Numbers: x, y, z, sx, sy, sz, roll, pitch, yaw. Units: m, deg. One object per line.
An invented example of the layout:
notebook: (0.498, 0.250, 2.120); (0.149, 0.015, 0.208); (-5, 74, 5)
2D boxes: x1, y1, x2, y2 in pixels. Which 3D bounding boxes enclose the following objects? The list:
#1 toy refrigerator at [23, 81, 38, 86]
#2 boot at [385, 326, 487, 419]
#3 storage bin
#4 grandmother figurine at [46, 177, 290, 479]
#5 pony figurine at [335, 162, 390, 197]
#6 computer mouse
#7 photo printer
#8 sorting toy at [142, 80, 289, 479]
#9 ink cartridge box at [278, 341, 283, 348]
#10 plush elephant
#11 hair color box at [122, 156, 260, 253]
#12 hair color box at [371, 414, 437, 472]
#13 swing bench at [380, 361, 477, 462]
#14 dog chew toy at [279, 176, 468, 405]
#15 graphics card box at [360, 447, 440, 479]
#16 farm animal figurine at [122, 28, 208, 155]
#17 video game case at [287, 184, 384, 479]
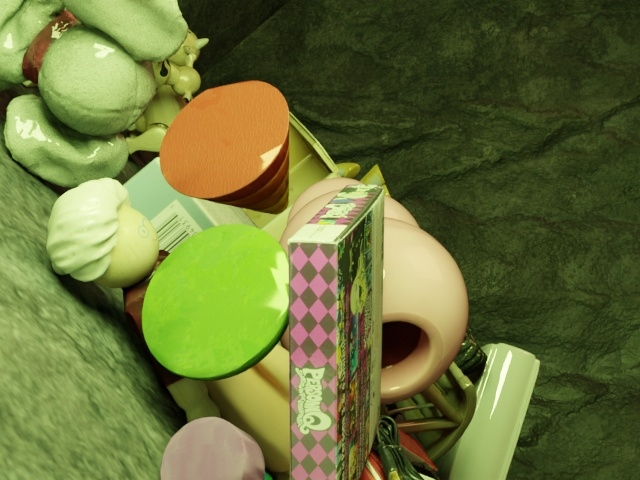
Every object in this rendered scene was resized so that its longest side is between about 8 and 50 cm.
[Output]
toy refrigerator: (-0.402, -0.295, 1.253); (0.102, 0.094, 0.269); (50, 3, -11)
boot: (0.151, 0.215, 1.507); (0.131, 0.260, 0.348); (49, 3, -10)
storage bin: (-0.105, -0.092, 1.584); (0.123, 0.262, 0.260); (51, 1, -27)
grandmother figurine: (-0.111, 0.079, 0.769); (0.342, 0.104, 0.208); (50, 2, -28)
pony figurine: (0.000, 0.000, 1.893); (0.302, 0.364, 0.350); (59, 10, -55)
computer mouse: (0.121, 0.253, 0.823); (0.193, 0.042, 0.106); (48, 2, -24)
photo printer: (0.282, 0.348, 1.524); (0.107, 0.307, 0.256); (20, -13, 4)
sorting toy: (-0.059, 0.047, 0.701); (0.126, 0.127, 0.365); (51, 33, -55)
ink cartridge box: (-0.020, 0.156, 1.060); (0.067, 0.115, 0.198); (47, 5, -48)
plush elephant: (-0.257, -0.215, 0.859); (0.255, 0.272, 0.330); (36, 35, -16)
hair color box: (-0.153, -0.001, 1.072); (0.185, 0.114, 0.374); (50, 3, -4)
hair color box: (0.080, 0.289, 1.097); (0.053, 0.093, 0.167); (52, 3, 37)
swing bench: (0.079, 0.159, 1.225); (0.255, 0.165, 0.253); (21, 25, -41)
dog chew toy: (0.040, 0.034, 0.980); (0.206, 0.207, 0.331); (49, 12, -30)
graphics card box: (0.123, 0.352, 0.921); (0.232, 0.094, 0.371); (51, 4, 26)
farm animal figurine: (-0.258, -0.266, 1.374); (0.330, 0.172, 0.326); (-107, -172, -59)
video game case: (0.018, 0.085, 0.700); (0.210, 0.042, 0.231); (-49, 141, -70)
